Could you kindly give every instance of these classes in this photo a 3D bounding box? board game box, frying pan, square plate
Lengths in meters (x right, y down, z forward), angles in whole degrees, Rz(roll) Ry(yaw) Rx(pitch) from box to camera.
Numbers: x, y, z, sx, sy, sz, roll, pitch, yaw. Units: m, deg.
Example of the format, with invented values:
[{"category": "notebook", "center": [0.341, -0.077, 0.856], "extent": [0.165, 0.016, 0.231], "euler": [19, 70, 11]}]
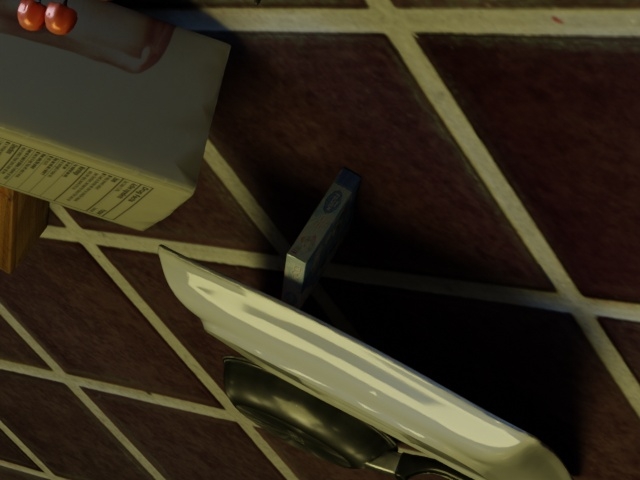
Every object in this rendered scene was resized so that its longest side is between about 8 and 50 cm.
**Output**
[{"category": "board game box", "center": [0.000, 0.000, 1.513], "extent": [0.020, 0.090, 0.090], "euler": [29, 156, 10]}, {"category": "frying pan", "center": [0.039, 0.205, 1.882], "extent": [0.326, 0.053, 0.197], "euler": [31, 167, -8]}, {"category": "square plate", "center": [0.043, 0.127, 1.615], "extent": [0.344, 0.049, 0.347], "euler": [27, 174, 17]}]

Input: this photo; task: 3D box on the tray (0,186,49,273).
[{"category": "tray", "center": [-0.348, -0.120, 1.737], "extent": [0.203, 0.076, 0.411], "euler": [32, 156, 4]}]

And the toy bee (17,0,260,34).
[{"category": "toy bee", "center": [-0.147, -0.219, 1.211], "extent": [0.298, 0.162, 0.195], "euler": [45, 151, -23]}]

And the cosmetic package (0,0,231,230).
[{"category": "cosmetic package", "center": [-0.236, -0.121, 1.417], "extent": [0.296, 0.129, 0.153], "euler": [19, 162, -18]}]
